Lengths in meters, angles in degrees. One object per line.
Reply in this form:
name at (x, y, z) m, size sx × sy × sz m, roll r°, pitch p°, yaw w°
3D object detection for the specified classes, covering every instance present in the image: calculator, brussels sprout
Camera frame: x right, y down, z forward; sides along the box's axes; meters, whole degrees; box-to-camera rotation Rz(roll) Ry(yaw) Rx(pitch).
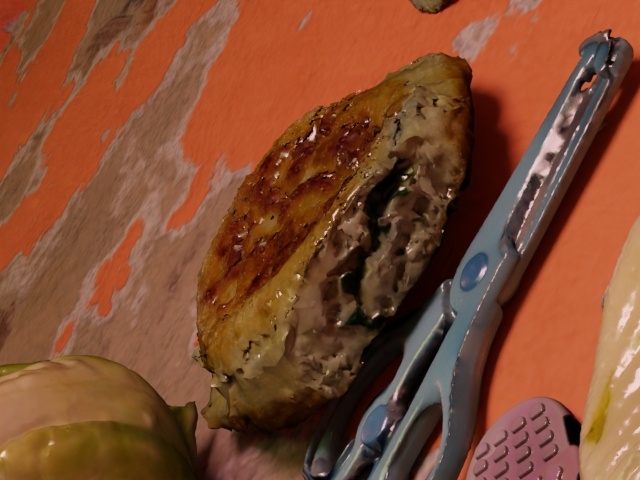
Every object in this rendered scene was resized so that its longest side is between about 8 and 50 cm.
calculator at (0.120, 0.160, 0.815) m, size 0.103 × 0.024 × 0.166 m, roll -42°, pitch 28°, yaw 31°
brussels sprout at (-0.224, 0.211, 1.125) m, size 0.259 × 0.294 × 0.227 m, roll -31°, pitch 60°, yaw 9°

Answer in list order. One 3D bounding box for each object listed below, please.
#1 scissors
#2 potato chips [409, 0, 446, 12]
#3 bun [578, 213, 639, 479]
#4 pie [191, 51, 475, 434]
scissors at (0.107, 0.031, 0.965) m, size 0.393 × 0.032 × 0.180 m, roll -60°, pitch 25°, yaw 0°
potato chips at (0.099, -0.323, 1.270) m, size 0.059 × 0.167 × 0.228 m, roll 3°, pitch 61°, yaw 13°
bun at (0.225, 0.051, 0.596) m, size 0.259 × 0.160 × 0.259 m, roll -161°, pitch 90°, yaw -77°
pie at (0.000, 0.000, 1.094) m, size 0.354 × 0.103 × 0.288 m, roll -58°, pitch 18°, yaw 3°
